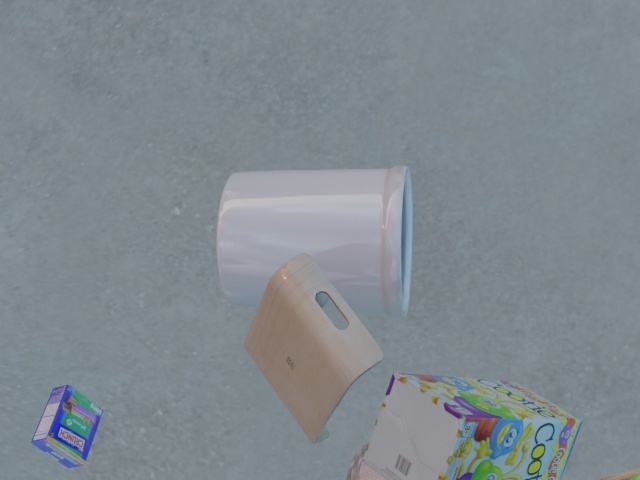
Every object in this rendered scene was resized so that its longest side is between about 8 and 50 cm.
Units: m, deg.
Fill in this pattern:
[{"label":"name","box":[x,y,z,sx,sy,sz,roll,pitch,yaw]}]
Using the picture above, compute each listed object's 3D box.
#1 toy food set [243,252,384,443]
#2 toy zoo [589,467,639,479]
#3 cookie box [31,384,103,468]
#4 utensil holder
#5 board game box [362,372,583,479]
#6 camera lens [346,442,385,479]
[{"label":"toy food set","box":[-0.014,0.189,1.409,0.092,0.306,0.220,-25,65,-31]},{"label":"toy zoo","box":[0.253,0.377,0.980,0.293,0.192,0.030,-31,81,-33]},{"label":"cookie box","box":[-0.425,0.314,1.407,0.092,0.040,0.107,50,35,-36]},{"label":"utensil holder","box":[0.000,0.000,1.830,0.385,0.327,0.328,1,82,11]},{"label":"board game box","box":[0.223,0.287,1.201,0.275,0.144,0.142,12,100,-40]},{"label":"camera lens","box":[0.201,0.455,1.505,0.219,0.274,0.219,36,44,-44]}]
